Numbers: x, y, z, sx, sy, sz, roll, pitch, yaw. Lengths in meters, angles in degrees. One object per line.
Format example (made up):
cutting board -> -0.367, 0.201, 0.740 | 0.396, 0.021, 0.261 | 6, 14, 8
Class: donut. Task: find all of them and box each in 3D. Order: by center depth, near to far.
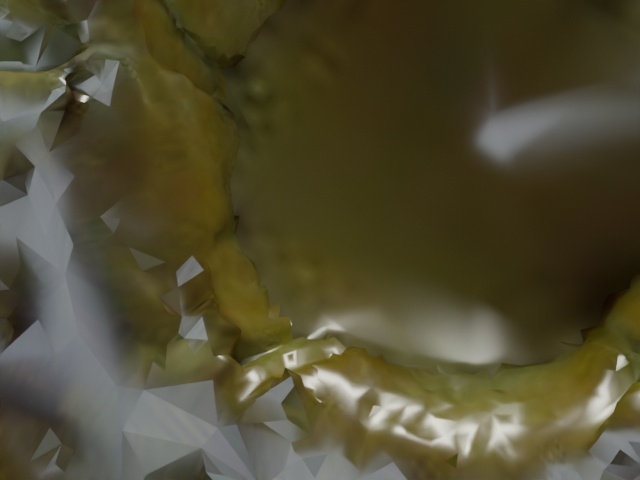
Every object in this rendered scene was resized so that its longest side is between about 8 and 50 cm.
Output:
donut -> 0.050, -0.032, 0.406 | 0.360, 0.170, 0.360 | -1, 83, 5
